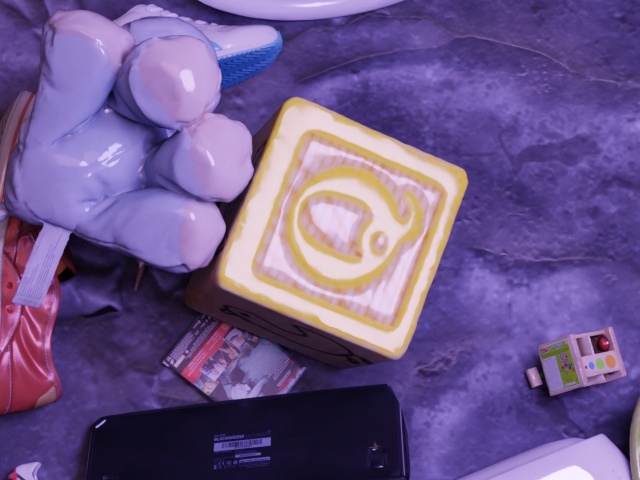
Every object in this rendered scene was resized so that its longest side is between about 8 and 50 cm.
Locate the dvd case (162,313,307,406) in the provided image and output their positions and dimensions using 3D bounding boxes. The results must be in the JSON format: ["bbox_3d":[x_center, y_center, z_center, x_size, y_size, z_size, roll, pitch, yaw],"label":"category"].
[{"bbox_3d":[-0.086,0.126,1.423,0.119,0.013,0.087,36,79,9],"label":"dvd case"}]

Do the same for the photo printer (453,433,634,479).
[{"bbox_3d":[0.192,0.337,1.322,0.308,0.107,0.256,-21,77,-5],"label":"photo printer"}]

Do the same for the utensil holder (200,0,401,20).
[{"bbox_3d":[-0.011,-0.465,1.413,0.328,0.327,0.385,-7,74,-2],"label":"utensil holder"}]

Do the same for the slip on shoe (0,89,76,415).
[{"bbox_3d":[-0.297,0.013,1.409,0.101,0.123,0.331,6,75,-22],"label":"slip on shoe"}]

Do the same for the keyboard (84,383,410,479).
[{"bbox_3d":[-0.073,0.233,1.335,0.317,0.033,0.201,-7,44,7],"label":"keyboard"}]

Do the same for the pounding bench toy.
[{"bbox_3d":[0.253,0.123,1.407,0.065,0.083,0.052,-7,77,-34],"label":"pounding bench toy"}]

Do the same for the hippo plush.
[{"bbox_3d":[-0.166,-0.084,1.318,0.234,0.236,0.294,35,112,1],"label":"hippo plush"}]

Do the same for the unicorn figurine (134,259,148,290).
[{"bbox_3d":[-0.156,-0.044,1.440,0.162,0.060,0.111,-33,71,-2],"label":"unicorn figurine"}]

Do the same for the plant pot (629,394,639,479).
[{"bbox_3d":[0.459,0.178,1.245,0.276,0.254,0.276,8,65,-18],"label":"plant pot"}]

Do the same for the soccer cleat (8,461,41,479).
[{"bbox_3d":[-0.278,0.258,1.383,0.036,0.029,0.083,-23,73,-1],"label":"soccer cleat"}]

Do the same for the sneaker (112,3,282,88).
[{"bbox_3d":[-0.154,-0.202,1.467,0.229,0.087,0.092,-10,74,-4],"label":"sneaker"}]

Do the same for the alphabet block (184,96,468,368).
[{"bbox_3d":[0.000,0.000,1.340,0.192,0.197,0.193,21,78,-9],"label":"alphabet block"}]
